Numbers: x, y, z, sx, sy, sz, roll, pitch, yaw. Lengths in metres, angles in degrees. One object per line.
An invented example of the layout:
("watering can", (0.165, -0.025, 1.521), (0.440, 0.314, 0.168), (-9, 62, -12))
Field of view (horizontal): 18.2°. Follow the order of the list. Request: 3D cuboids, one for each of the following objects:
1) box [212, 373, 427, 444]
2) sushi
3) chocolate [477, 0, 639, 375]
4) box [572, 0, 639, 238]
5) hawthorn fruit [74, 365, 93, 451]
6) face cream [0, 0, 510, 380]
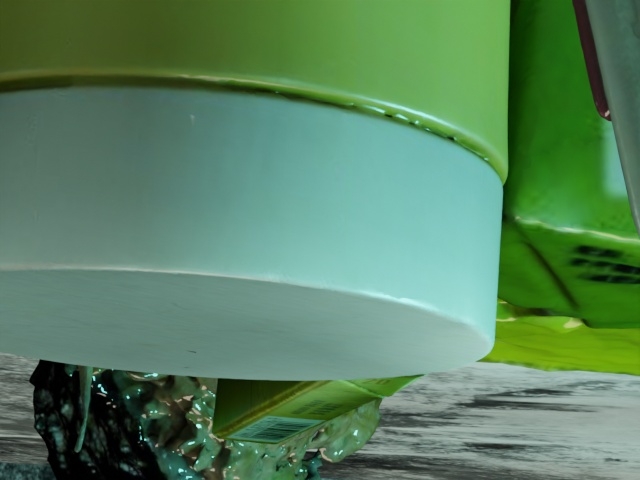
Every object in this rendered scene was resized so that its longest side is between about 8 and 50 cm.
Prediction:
("box", (0.000, 0.000, 0.972), (0.043, 0.173, 0.311), (7, 167, -12))
("sushi", (-0.067, 0.107, 1.407), (0.218, 0.225, 0.238), (-14, -167, 30))
("chocolate", (0.192, -0.020, 0.922), (0.300, 0.137, 0.289), (7, 167, -9))
("box", (0.194, -0.102, 0.402), (0.167, 0.193, 0.294), (-11, 177, -33))
("hawthorn fruit", (-0.119, -0.019, 0.956), (0.189, 0.149, 0.149), (44, -175, 24))
("face cream", (-0.041, -0.055, 0.716), (0.218, 0.179, 0.218), (4, 168, 1))
